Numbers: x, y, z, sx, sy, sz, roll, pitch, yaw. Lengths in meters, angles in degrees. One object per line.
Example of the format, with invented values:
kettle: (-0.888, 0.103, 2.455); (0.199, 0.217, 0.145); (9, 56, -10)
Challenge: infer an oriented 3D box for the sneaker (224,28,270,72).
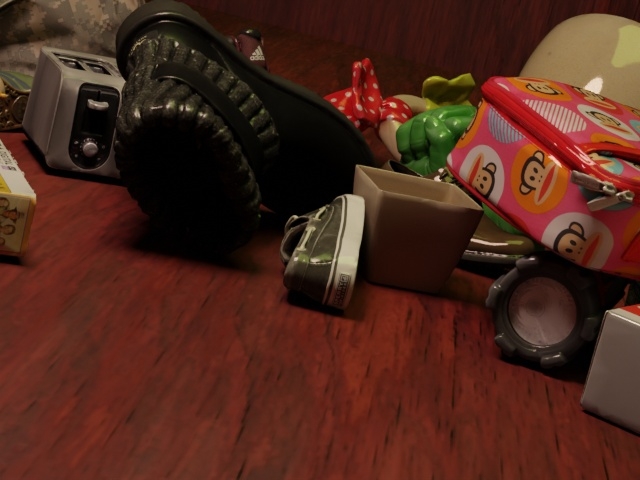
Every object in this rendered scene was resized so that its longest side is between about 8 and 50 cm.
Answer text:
sneaker: (-0.079, -0.166, 1.932); (0.106, 0.162, 0.281); (2, 17, -42)

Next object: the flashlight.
flashlight: (0.238, 0.050, 1.529); (0.103, 0.103, 0.304); (-18, -2, 19)

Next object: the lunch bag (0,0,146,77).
lunch bag: (-0.371, -0.273, 2.015); (0.287, 0.169, 0.235); (-19, 23, -12)

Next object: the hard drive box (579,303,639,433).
hard drive box: (0.361, 0.129, 1.316); (0.232, 0.089, 0.181); (22, 16, 33)

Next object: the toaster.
toaster: (-0.228, -0.134, 1.761); (0.168, 0.110, 0.186); (9, 14, -23)

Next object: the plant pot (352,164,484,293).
plant pot: (0.085, -0.008, 1.586); (0.109, 0.096, 0.109); (12, 13, -14)

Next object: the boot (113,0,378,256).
boot: (-0.067, -0.070, 1.589); (0.348, 0.131, 0.260); (32, 21, -27)

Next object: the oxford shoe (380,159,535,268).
oxford shoe: (0.143, -0.031, 1.753); (0.227, 0.096, 0.083); (25, 15, 33)

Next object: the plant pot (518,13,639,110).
plant pot: (0.341, -0.116, 2.037); (0.284, 0.284, 0.191); (23, 51, 32)

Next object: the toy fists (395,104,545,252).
toy fists: (0.176, -0.074, 1.861); (0.096, 0.142, 0.279); (6, 15, -30)

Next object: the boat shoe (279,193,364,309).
boat shoe: (0.000, 0.000, 1.508); (0.070, 0.077, 0.219); (14, 15, -2)

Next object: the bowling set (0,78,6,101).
bowling set: (-0.438, -0.232, 1.665); (0.287, 0.199, 0.154); (9, 6, 35)

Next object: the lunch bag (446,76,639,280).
lunch bag: (0.286, -0.037, 1.473); (0.293, 0.120, 0.258); (9, 25, -37)

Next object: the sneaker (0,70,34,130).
sneaker: (-0.376, -0.162, 1.845); (0.086, 0.064, 0.192); (15, 10, 38)

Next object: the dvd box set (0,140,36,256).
dvd box set: (-0.477, -0.081, 1.381); (0.420, 0.062, 0.307); (9, 14, -22)

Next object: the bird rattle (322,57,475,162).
bird rattle: (0.134, -0.148, 2.130); (0.253, 0.143, 0.207); (8, 41, -56)

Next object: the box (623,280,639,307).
box: (0.381, 0.078, 1.621); (0.054, 0.059, 0.169); (3, 16, -31)
